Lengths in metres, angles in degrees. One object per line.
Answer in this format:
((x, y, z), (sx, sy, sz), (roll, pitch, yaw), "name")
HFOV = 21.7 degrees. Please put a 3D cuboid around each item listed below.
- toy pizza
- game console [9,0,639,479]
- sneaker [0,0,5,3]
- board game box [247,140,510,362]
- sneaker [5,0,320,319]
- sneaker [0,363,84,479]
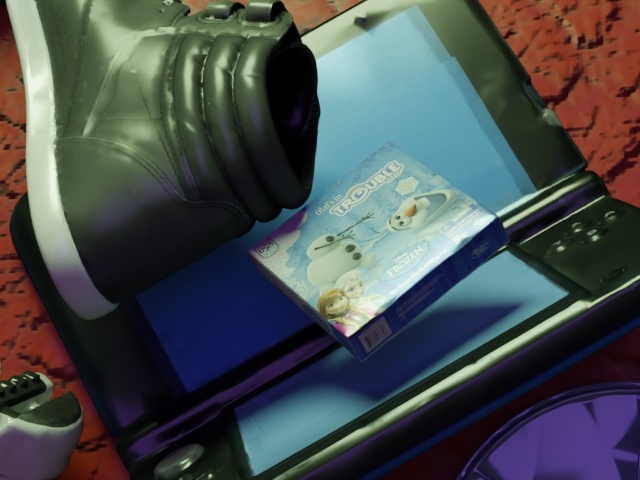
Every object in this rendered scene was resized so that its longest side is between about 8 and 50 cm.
((0.155, 0.171, 0.833), (0.201, 0.032, 0.201), (-2, 74, 7), "toy pizza")
((0.000, 0.000, 0.831), (0.293, 0.250, 0.173), (-30, 100, -2), "game console")
((-0.244, -0.150, 0.958), (0.170, 0.068, 0.071), (-26, 58, -10), "sneaker")
((0.026, 0.003, 0.778), (0.090, 0.020, 0.090), (-39, 41, -12), "board game box")
((-0.080, -0.105, 0.872), (0.147, 0.104, 0.295), (-18, 56, 7), "sneaker")
((-0.269, 0.090, 0.870), (0.292, 0.110, 0.118), (21, 100, 18), "sneaker")
